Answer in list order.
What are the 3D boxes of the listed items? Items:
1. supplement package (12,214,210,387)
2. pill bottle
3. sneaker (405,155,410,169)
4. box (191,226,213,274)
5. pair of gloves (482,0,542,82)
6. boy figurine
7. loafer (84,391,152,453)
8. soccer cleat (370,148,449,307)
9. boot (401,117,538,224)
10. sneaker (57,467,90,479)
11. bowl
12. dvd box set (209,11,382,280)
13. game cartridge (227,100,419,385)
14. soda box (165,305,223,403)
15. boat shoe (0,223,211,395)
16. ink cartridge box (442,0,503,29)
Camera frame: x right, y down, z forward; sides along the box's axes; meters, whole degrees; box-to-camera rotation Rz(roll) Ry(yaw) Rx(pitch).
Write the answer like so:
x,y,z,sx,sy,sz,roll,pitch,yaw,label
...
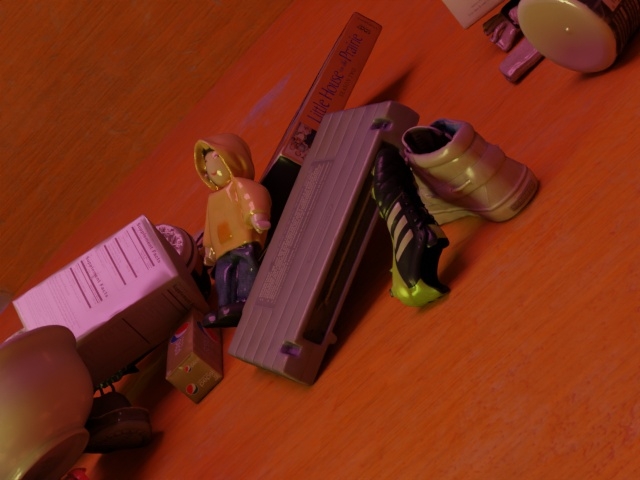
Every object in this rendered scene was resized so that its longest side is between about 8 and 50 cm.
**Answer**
x,y,z,sx,sy,sz,roll,pitch,yaw,label
-0.318,0.100,1.882,0.244,0.139,0.134,-33,58,-1,supplement package
0.341,-0.322,1.421,0.246,0.130,0.130,-54,17,-20,pill bottle
0.067,-0.097,1.718,0.115,0.105,0.281,-65,11,-14,sneaker
-0.203,0.019,2.190,0.232,0.058,0.087,-31,23,48,box
0.309,-0.322,1.668,0.204,0.042,0.240,-43,18,19,pair of gloves
-0.123,-0.022,1.760,0.177,0.092,0.285,-21,71,56,boy figurine
-0.320,0.266,1.815,0.251,0.094,0.087,-23,64,57,loafer
0.102,-0.017,1.338,0.072,0.179,0.060,-17,-10,41,soccer cleat
0.142,-0.089,1.409,0.095,0.123,0.258,-52,16,-13,boot
-0.367,0.348,1.589,0.145,0.090,0.270,-44,-26,-4,sneaker
-0.413,0.267,1.679,0.298,0.134,0.298,-43,-17,-16,bowl
-0.038,-0.150,2.005,0.308,0.062,0.420,-57,6,44,dvd box set
0.000,0.000,1.551,0.355,0.068,0.230,-68,16,-7,game cartridge
-0.184,0.164,1.792,0.058,0.061,0.181,-45,16,9,soda box
-0.382,0.181,2.048,0.500,0.156,0.187,-42,50,-3,boat shoe
0.187,-0.508,1.775,0.207,0.353,0.119,-40,4,-40,ink cartridge box
